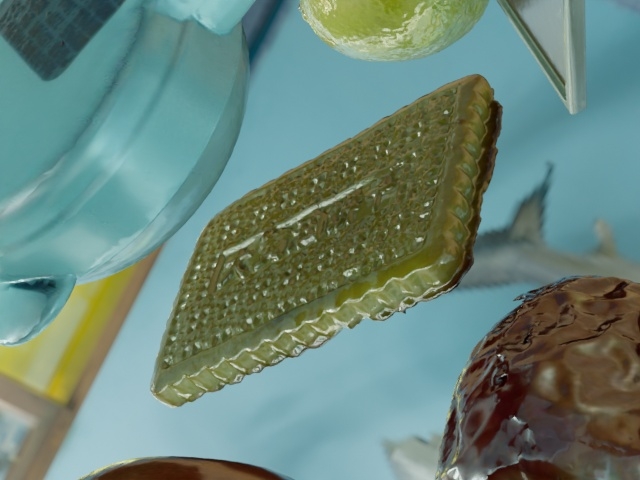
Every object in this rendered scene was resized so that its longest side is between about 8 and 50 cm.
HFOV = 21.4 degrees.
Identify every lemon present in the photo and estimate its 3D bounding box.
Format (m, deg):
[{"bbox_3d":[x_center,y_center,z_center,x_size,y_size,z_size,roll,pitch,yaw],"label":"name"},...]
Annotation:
[{"bbox_3d":[0.071,-0.262,1.682,0.184,0.184,0.248,30,147,-26],"label":"lemon"}]

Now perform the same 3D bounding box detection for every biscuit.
[{"bbox_3d":[0.000,0.000,1.046,0.254,0.172,0.029,-26,123,35],"label":"biscuit"}]

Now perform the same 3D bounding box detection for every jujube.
[{"bbox_3d":[0.158,0.113,0.924,0.183,0.183,0.243,25,-151,13],"label":"jujube"}]

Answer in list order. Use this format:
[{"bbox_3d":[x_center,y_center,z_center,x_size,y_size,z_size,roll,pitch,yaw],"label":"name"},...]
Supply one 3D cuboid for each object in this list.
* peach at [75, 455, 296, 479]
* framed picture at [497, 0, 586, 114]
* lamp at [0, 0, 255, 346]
[{"bbox_3d":[-0.044,0.214,0.687,0.252,0.252,0.252,26,172,4],"label":"peach"},{"bbox_3d":[0.162,-0.246,1.374,0.192,0.018,0.265,61,174,30],"label":"framed picture"},{"bbox_3d":[-0.116,-0.095,0.897,0.147,0.284,0.209,11,-159,-36],"label":"lamp"}]
